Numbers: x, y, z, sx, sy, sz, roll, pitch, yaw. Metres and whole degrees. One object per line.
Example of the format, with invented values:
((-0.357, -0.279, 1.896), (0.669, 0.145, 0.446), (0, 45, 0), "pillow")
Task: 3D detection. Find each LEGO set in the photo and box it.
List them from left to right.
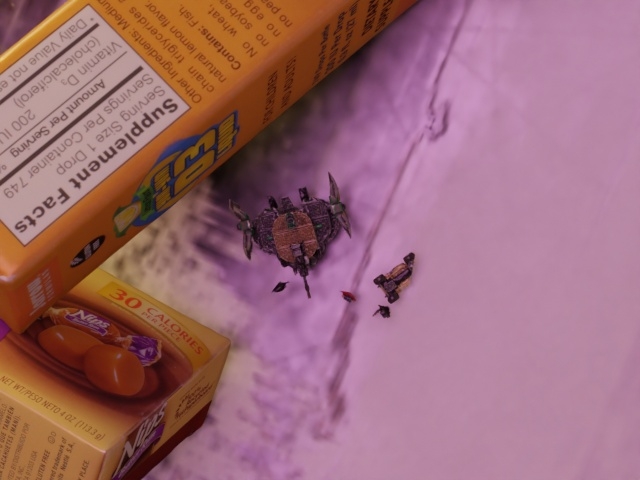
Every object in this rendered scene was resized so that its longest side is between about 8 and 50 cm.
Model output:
((0.000, 0.003, 0.758), (0.083, 0.023, 0.054), (44, 99, -2), "LEGO set")

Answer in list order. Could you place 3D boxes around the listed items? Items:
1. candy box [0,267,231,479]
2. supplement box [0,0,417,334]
((-0.145, 0.038, 0.737), (0.187, 0.109, 0.053), (29, 120, 13), "candy box")
((-0.058, -0.069, 0.704), (0.233, 0.078, 0.080), (-40, 79, -14), "supplement box")
